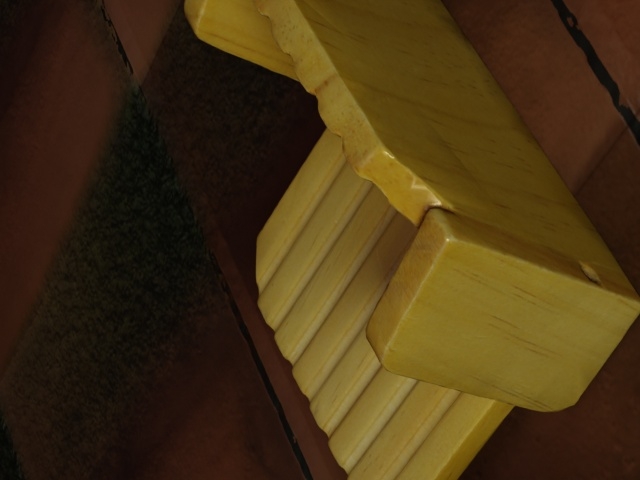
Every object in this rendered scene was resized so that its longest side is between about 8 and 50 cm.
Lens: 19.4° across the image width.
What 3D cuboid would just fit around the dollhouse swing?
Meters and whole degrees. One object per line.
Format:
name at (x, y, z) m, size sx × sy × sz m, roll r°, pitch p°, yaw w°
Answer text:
dollhouse swing at (0.000, 0.000, 1.342) m, size 0.305 × 0.315 × 0.347 m, roll -45°, pitch 53°, yaw 23°
